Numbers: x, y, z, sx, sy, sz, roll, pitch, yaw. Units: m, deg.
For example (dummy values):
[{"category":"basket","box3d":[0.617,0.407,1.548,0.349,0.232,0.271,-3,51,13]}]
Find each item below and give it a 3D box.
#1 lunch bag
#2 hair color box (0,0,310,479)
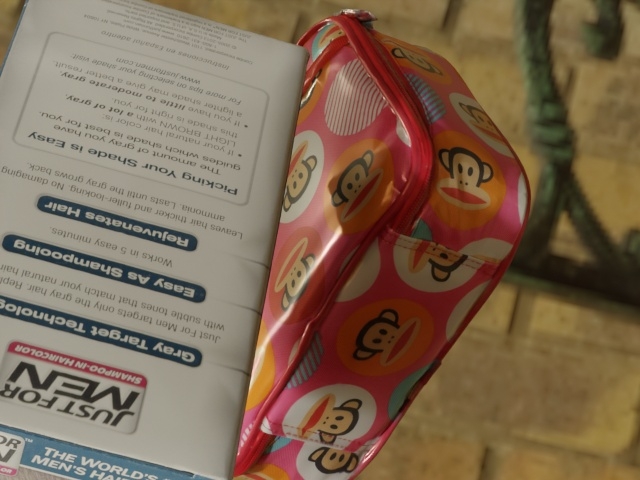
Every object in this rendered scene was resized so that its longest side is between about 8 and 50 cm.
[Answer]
[{"category":"lunch bag","box3d":[0.000,0.000,1.313,0.120,0.258,0.293,19,116,-30]},{"category":"hair color box","box3d":[-0.117,0.011,1.057,0.174,0.347,0.105,15,132,-6]}]
